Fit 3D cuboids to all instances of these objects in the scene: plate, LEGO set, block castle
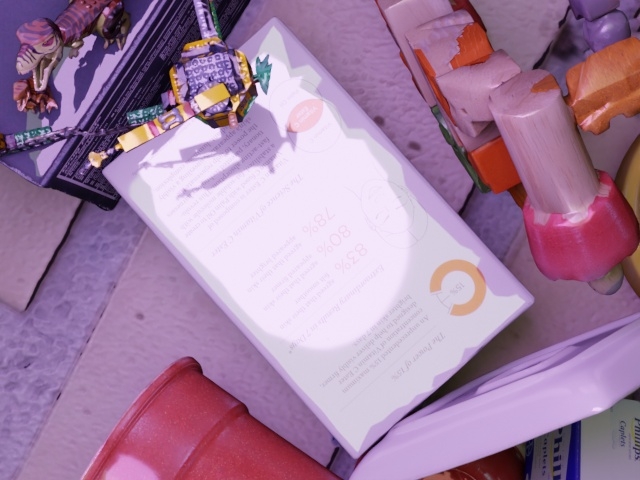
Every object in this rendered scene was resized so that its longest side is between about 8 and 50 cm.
[{"bbox_3d":[0.182,0.126,1.299,0.278,0.277,0.045,-27,87,38],"label":"plate"},{"bbox_3d":[-0.206,-0.171,1.127,0.331,0.192,0.255,-4,87,3],"label":"LEGO set"},{"bbox_3d":[0.234,-0.169,1.288,0.303,0.453,0.213,-27,125,2],"label":"block castle"}]

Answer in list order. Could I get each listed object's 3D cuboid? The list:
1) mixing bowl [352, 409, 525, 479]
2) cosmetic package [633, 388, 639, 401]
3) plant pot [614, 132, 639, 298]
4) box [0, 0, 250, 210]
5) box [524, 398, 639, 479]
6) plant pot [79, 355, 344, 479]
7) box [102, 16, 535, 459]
[{"bbox_3d":[0.115,0.252,1.437,0.181,0.098,0.181,0,89,3],"label":"mixing bowl"},{"bbox_3d":[0.385,0.185,1.400,0.183,0.151,0.151,8,89,3],"label":"cosmetic package"},{"bbox_3d":[0.402,-0.028,1.365,0.254,0.239,0.254,0,88,2],"label":"plant pot"},{"bbox_3d":[-0.208,-0.203,1.373,0.182,0.294,0.296,33,89,3],"label":"box"},{"bbox_3d":[0.238,0.219,1.378,0.072,0.137,0.126,10,64,-10],"label":"box"},{"bbox_3d":[-0.069,0.283,1.340,0.265,0.272,0.272,28,89,11],"label":"plant pot"},{"bbox_3d":[0.000,0.000,1.418,0.215,0.168,0.345,-42,86,0],"label":"box"}]
